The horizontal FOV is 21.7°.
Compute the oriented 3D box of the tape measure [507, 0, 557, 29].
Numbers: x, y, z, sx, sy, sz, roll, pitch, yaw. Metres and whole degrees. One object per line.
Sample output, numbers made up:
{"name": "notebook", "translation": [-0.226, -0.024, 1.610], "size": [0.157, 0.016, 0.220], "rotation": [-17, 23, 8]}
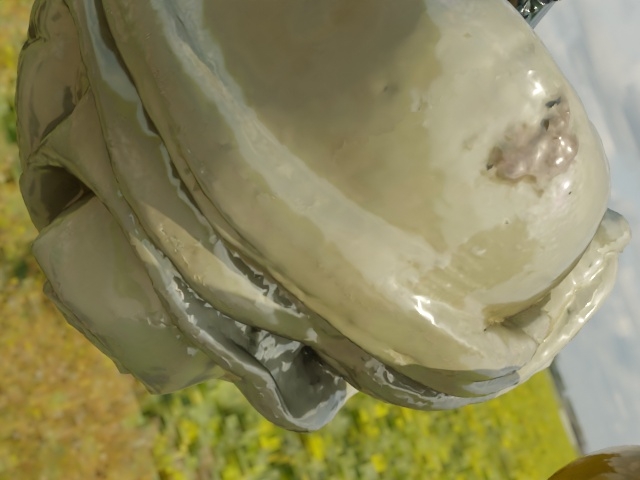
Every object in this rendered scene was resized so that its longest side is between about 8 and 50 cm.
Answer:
{"name": "tape measure", "translation": [0.122, -0.198, 1.463], "size": [0.107, 0.180, 0.104], "rotation": [50, -21, 12]}

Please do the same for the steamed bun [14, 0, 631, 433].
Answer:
{"name": "steamed bun", "translation": [-0.019, -0.011, 0.881], "size": [0.324, 0.219, 0.310], "rotation": [25, -15, 26]}

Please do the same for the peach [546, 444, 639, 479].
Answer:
{"name": "peach", "translation": [0.169, 0.165, 0.769], "size": [0.179, 0.179, 0.103], "rotation": [-89, -159, -75]}
